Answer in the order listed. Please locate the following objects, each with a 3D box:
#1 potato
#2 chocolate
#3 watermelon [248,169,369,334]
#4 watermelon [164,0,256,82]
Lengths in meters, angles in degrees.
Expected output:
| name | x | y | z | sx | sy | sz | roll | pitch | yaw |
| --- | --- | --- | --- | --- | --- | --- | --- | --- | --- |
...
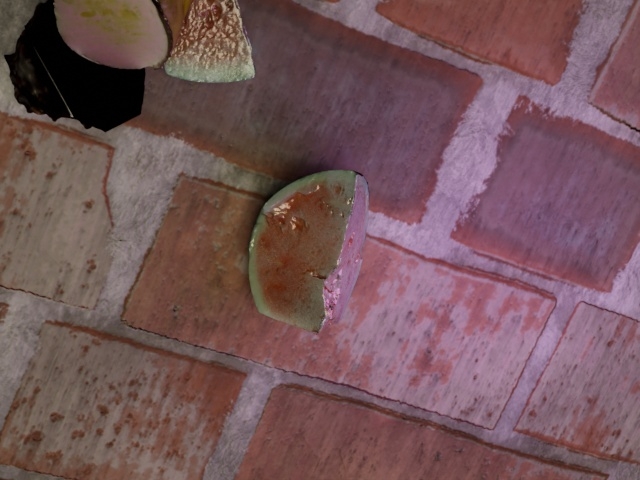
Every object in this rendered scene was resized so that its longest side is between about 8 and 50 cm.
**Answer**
| name | x | y | z | sx | sy | sz | roll | pitch | yaw |
| --- | --- | --- | --- | --- | --- | --- | --- | --- | --- |
| potato | -0.285 | -0.433 | 1.722 | 0.229 | 0.229 | 0.266 | 39 | 51 | -24 |
| chocolate | -0.420 | -0.267 | 1.815 | 0.177 | 0.206 | 0.224 | -19 | 103 | 39 |
| watermelon | 0.000 | 0.000 | 1.985 | 0.224 | 0.180 | 0.305 | 3 | 111 | -28 |
| watermelon | -0.191 | -0.388 | 1.853 | 0.154 | 0.094 | 0.241 | -4 | 109 | -4 |
